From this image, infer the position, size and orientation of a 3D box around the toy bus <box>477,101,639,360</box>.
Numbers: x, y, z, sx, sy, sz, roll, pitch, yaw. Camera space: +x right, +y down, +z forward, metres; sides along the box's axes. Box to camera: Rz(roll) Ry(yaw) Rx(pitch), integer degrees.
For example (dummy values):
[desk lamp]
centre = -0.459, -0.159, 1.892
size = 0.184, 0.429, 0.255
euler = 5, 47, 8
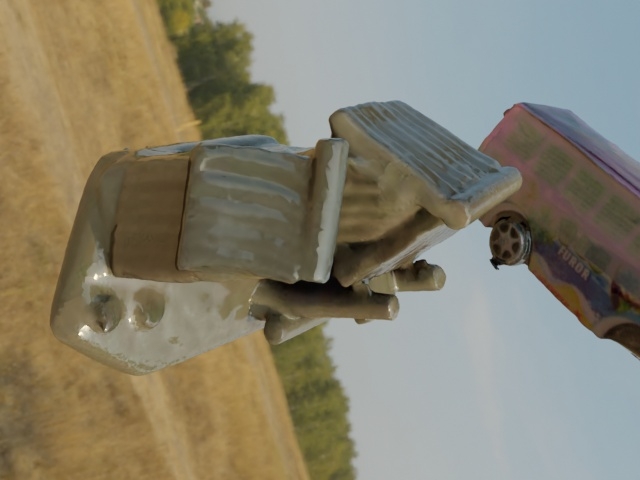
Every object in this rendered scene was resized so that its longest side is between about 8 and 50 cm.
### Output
[toy bus]
centre = 0.217, 0.011, 0.650
size = 0.274, 0.090, 0.112
euler = 49, -54, 38

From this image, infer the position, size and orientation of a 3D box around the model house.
[model house]
centre = -0.005, -0.006, 0.471
size = 0.229, 0.188, 0.122
euler = -13, 92, -53
